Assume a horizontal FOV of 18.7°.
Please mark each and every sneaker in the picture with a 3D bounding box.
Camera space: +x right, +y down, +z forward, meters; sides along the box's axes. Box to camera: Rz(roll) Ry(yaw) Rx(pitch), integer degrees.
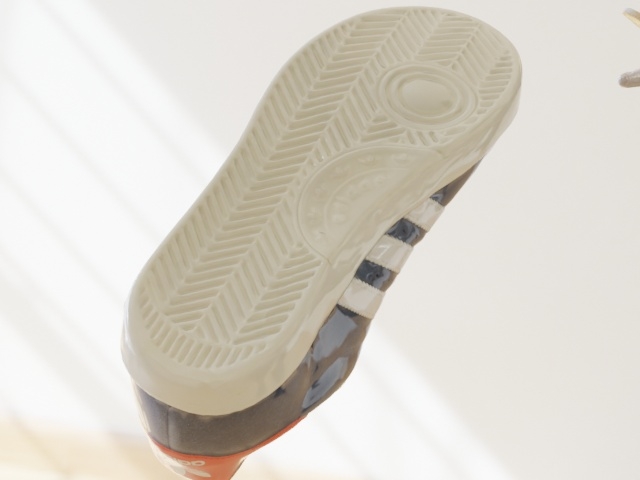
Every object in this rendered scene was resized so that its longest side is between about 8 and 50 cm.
[{"bbox_3d":[0.000,0.000,1.138,0.131,0.148,0.350,29,53,20],"label":"sneaker"}]

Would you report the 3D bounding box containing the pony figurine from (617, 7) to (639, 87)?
[{"bbox_3d":[0.424,-0.125,1.281,0.363,0.351,0.303,48,3,21],"label":"pony figurine"}]
